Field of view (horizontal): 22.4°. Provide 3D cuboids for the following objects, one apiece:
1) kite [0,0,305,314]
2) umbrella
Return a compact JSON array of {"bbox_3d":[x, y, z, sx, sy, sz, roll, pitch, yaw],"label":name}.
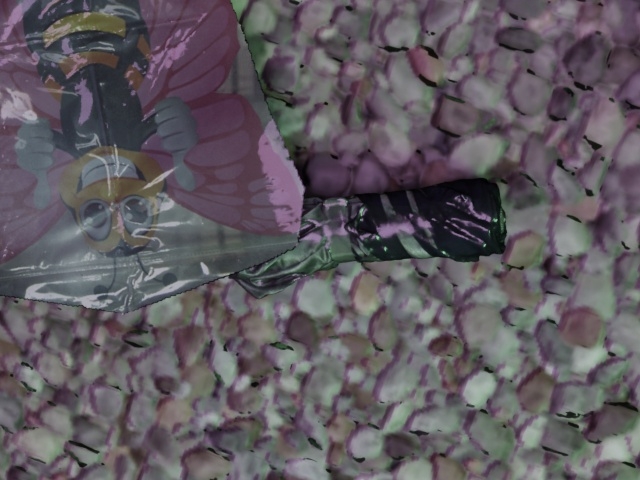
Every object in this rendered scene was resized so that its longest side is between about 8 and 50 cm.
[{"bbox_3d":[-0.127,-0.139,0.805,0.204,0.022,0.360,-8,96,17],"label":"kite"},{"bbox_3d":[0.000,0.000,0.818,0.188,0.046,0.050,-5,80,11],"label":"umbrella"}]
